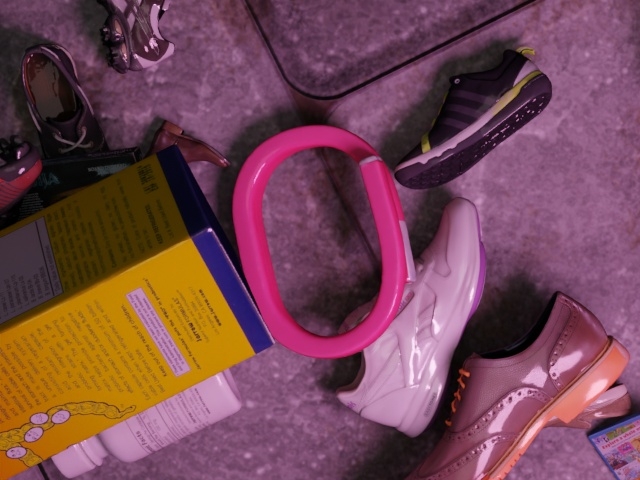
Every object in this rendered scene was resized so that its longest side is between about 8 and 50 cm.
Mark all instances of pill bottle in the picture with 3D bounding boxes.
[{"bbox_3d":[-0.224,0.197,1.668,0.229,0.131,0.131,-26,92,-1],"label":"pill bottle"}]

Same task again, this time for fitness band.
[{"bbox_3d":[0.000,0.000,1.664,0.209,0.054,0.290,-16,79,18],"label":"fitness band"}]

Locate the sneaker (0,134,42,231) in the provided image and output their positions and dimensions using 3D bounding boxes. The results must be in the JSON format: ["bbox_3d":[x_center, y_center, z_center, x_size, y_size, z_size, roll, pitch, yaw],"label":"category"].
[{"bbox_3d":[-0.406,-0.023,1.633,0.276,0.097,0.135,-32,106,34],"label":"sneaker"}]

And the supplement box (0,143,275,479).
[{"bbox_3d":[-0.266,0.082,1.560,0.357,0.194,0.195,-26,128,-1],"label":"supplement box"}]

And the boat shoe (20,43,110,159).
[{"bbox_3d":[-0.313,-0.131,1.682,0.084,0.079,0.233,-19,96,-3],"label":"boat shoe"}]

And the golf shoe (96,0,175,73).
[{"bbox_3d":[-0.236,-0.310,1.686,0.094,0.077,0.198,-14,99,-12],"label":"golf shoe"}]

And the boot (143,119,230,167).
[{"bbox_3d":[-0.182,-0.079,1.707,0.106,0.037,0.114,30,88,11],"label":"boot"}]

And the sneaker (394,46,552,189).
[{"bbox_3d":[0.181,-0.156,1.708,0.235,0.084,0.097,-35,69,-1],"label":"sneaker"}]

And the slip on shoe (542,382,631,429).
[{"bbox_3d":[0.330,0.221,1.727,0.135,0.051,0.041,-18,86,-8],"label":"slip on shoe"}]

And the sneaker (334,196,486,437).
[{"bbox_3d":[0.111,0.086,1.682,0.152,0.114,0.305,18,92,-3],"label":"sneaker"}]

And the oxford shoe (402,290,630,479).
[{"bbox_3d":[0.196,0.210,1.650,0.364,0.130,0.132,-41,94,-2],"label":"oxford shoe"}]

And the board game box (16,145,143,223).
[{"bbox_3d":[-0.296,-0.044,1.667,0.186,0.026,0.126,-6,112,14],"label":"board game box"}]

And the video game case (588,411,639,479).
[{"bbox_3d":[0.429,0.292,1.711,0.119,0.015,0.166,-33,94,43],"label":"video game case"}]
